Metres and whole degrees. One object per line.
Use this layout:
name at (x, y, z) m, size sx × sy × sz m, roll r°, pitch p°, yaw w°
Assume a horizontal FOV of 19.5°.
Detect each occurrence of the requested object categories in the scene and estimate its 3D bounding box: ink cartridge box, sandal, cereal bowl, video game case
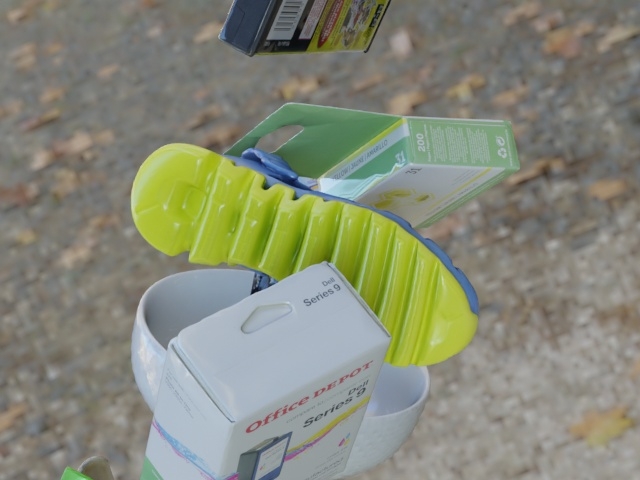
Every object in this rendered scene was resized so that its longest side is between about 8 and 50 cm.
ink cartridge box at (0.039, -0.065, 1.709) m, size 0.235 × 0.056 × 0.171 m, roll 1°, pitch -19°, yaw -29°
sandal at (0.000, 0.000, 1.613) m, size 0.317 × 0.126 × 0.138 m, roll 30°, pitch 18°, yaw 13°
cereal bowl at (-0.056, 0.169, 2.101) m, size 0.339 × 0.141 × 0.339 m, roll 15°, pitch 23°, yaw -7°
ink cartridge box at (-0.047, 0.132, 1.459) m, size 0.154 × 0.212 × 0.093 m, roll -27°, pitch 62°, yaw -29°
video game case at (0.035, -0.275, 1.467) m, size 0.035 × 0.275 × 0.248 m, roll 29°, pitch 16°, yaw 17°

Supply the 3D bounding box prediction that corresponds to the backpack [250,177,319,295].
backpack at (0.009, 0.010, 2.079) m, size 0.158 × 0.173 × 0.117 m, roll -1°, pitch 13°, yaw -29°

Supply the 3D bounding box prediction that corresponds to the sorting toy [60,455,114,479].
sorting toy at (-0.251, 0.322, 1.865) m, size 0.196 × 0.047 × 0.347 m, roll -63°, pitch -6°, yaw -17°
